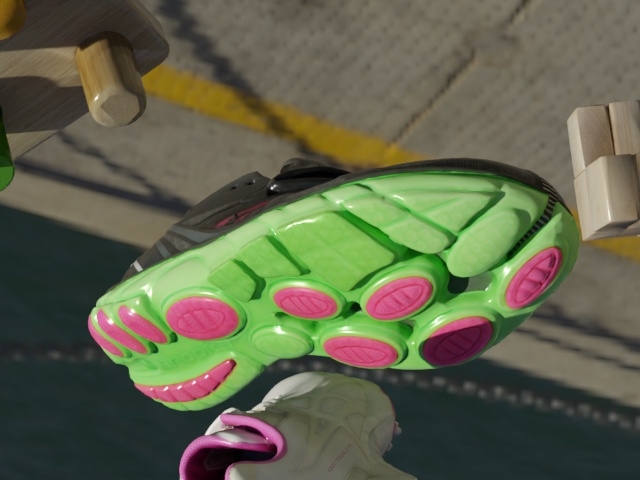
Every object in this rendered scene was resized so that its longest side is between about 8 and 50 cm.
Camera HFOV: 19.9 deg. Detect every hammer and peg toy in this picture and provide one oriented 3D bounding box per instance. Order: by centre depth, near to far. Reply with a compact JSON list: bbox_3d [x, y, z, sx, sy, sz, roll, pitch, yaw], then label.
[{"bbox_3d":[-0.304,-0.093,1.093,0.361,0.127,0.266,-31,139,12],"label":"hammer and peg toy"}]

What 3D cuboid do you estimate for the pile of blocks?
[{"bbox_3d":[0.288,-0.061,1.257,0.149,0.112,0.362,-12,171,32],"label":"pile of blocks"}]

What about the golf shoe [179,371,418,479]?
[{"bbox_3d":[-0.022,0.138,1.166,0.140,0.115,0.306,27,-173,-14],"label":"golf shoe"}]

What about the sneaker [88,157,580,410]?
[{"bbox_3d":[0.000,0.000,1.461,0.483,0.202,0.185,-13,128,44],"label":"sneaker"}]
